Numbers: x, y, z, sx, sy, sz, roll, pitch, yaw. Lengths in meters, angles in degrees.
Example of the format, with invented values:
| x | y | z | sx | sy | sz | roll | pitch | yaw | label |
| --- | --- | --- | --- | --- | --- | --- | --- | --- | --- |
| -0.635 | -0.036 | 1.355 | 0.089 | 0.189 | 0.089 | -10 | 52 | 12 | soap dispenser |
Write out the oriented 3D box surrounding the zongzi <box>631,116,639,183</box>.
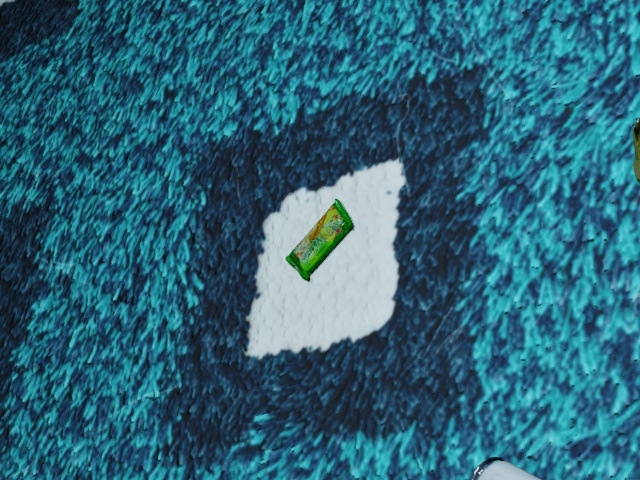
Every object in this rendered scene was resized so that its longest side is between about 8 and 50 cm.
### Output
| x | y | z | sx | sy | sz | roll | pitch | yaw | label |
| --- | --- | --- | --- | --- | --- | --- | --- | --- | --- |
| 0.375 | -0.134 | 1.203 | 0.250 | 0.125 | 0.274 | -66 | 16 | -5 | zongzi |

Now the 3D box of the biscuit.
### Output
| x | y | z | sx | sy | sz | roll | pitch | yaw | label |
| --- | --- | --- | --- | --- | --- | --- | --- | --- | --- |
| 0.000 | 0.000 | 1.597 | 0.089 | 0.016 | 0.046 | -48 | 44 | 9 | biscuit |

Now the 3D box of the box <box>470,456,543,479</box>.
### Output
| x | y | z | sx | sy | sz | roll | pitch | yaw | label |
| --- | --- | --- | --- | --- | --- | --- | --- | --- | --- |
| 0.232 | 0.320 | 1.141 | 0.370 | 0.112 | 0.190 | 25 | 84 | 48 | box |
